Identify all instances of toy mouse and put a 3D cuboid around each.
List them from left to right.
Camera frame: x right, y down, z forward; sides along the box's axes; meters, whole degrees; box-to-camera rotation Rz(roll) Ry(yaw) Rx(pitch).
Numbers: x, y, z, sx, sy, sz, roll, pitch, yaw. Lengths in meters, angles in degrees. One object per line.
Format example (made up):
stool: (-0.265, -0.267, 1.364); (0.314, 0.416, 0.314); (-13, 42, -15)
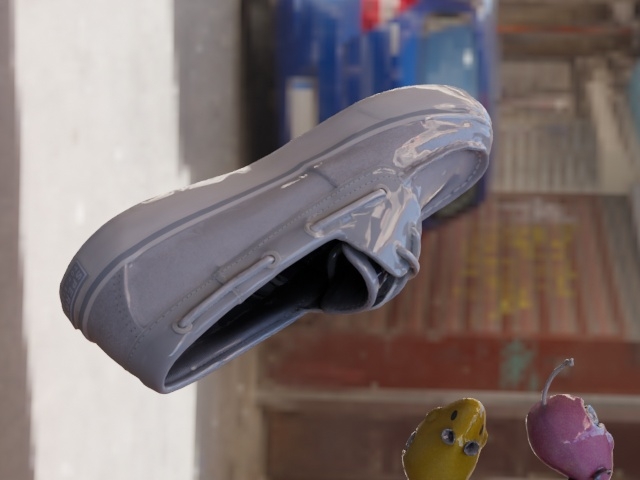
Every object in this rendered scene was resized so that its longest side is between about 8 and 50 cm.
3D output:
toy mouse: (0.117, 0.137, 1.081); (0.161, 0.143, 0.031); (-52, -168, 31)

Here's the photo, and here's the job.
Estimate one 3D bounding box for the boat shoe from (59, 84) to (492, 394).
boat shoe: (0.000, 0.000, 0.687); (0.063, 0.184, 0.066); (47, -43, 25)
